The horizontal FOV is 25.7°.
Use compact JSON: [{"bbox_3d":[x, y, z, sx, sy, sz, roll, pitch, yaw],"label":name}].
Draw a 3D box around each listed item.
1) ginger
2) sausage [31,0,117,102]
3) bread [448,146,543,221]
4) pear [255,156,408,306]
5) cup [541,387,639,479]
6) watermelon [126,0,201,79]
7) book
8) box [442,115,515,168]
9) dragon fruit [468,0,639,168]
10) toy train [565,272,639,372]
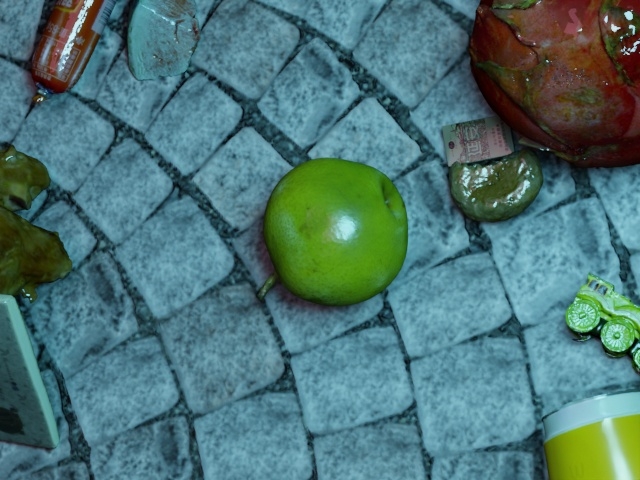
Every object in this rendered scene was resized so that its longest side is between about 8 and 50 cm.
[{"bbox_3d":[-0.492,-0.024,1.799,0.357,0.152,0.274,27,51,19],"label":"ginger"},{"bbox_3d":[-0.312,-0.303,1.846,0.074,0.074,0.274,23,88,17],"label":"sausage"},{"bbox_3d":[0.212,-0.062,1.679,0.113,0.060,0.082,-8,79,15],"label":"bread"},{"bbox_3d":[0.000,0.000,1.682,0.216,0.166,0.180,-31,87,30],"label":"pear"},{"bbox_3d":[0.338,0.312,1.529,0.196,0.196,0.279,-16,71,11],"label":"cup"},{"bbox_3d":[-0.209,-0.303,1.833,0.094,0.081,0.180,-6,85,-13],"label":"watermelon"},{"bbox_3d":[-0.529,0.143,1.754,0.389,0.269,0.032,6,43,15],"label":"book"},{"bbox_3d":[0.193,-0.120,1.712,0.083,0.024,0.053,-11,79,11],"label":"box"},{"bbox_3d":[0.316,-0.225,1.559,0.302,0.295,0.295,17,86,13],"label":"dragon fruit"},{"bbox_3d":[0.397,0.130,1.605,0.250,0.053,0.085,32,84,16],"label":"toy train"}]
